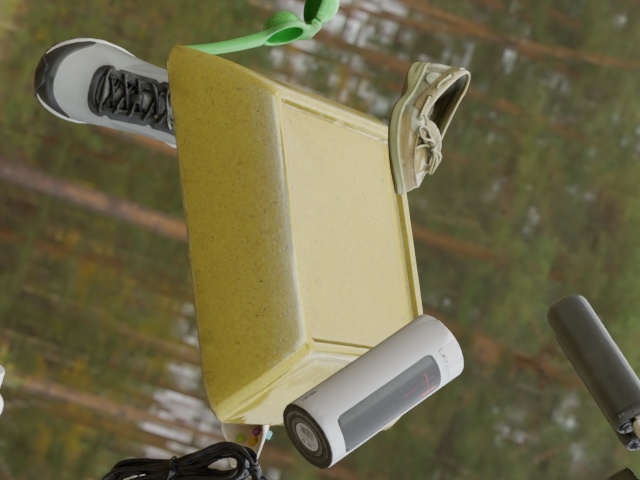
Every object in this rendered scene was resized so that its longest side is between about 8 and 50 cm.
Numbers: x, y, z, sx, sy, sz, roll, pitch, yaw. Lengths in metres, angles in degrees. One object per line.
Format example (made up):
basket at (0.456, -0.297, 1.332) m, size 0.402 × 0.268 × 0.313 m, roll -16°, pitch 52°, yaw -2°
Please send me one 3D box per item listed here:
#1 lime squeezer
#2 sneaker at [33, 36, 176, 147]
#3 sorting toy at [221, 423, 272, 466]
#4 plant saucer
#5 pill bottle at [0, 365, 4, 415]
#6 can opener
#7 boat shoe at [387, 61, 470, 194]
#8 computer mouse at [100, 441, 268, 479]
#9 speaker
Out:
lime squeezer at (-0.041, -0.280, 2.002) m, size 0.059 × 0.110 × 0.310 m, roll -9°, pitch -145°, yaw 52°
sneaker at (-0.204, -0.167, 1.966) m, size 0.108 × 0.271 × 0.100 m, roll 17°, pitch -87°, yaw 53°
sorting toy at (-0.099, 0.279, 2.375) m, size 0.083 × 0.045 × 0.075 m, roll -18°, pitch -134°, yaw 36°
plant saucer at (0.000, 0.000, 1.557) m, size 0.333 × 0.081 × 0.332 m, roll 13°, pitch 66°, yaw -59°
pill bottle at (-0.490, 0.247, 2.337) m, size 0.094 × 0.094 × 0.169 m, roll -91°, pitch -161°, yaw -76°
can opener at (0.284, 0.182, 1.675) m, size 0.283 × 0.095 × 0.076 m, roll 62°, pitch 2°, yaw 39°
boat shoe at (0.088, -0.095, 1.396) m, size 0.153 × 0.048 × 0.056 m, roll -70°, pitch 155°, yaw -50°
computer mouse at (-0.094, 0.314, 1.571) m, size 0.060 × 0.184 × 0.262 m, roll 11°, pitch 61°, yaw -63°
speaker at (0.040, 0.109, 1.246) m, size 0.136 × 0.055 × 0.055 m, roll -31°, pitch 161°, yaw -30°
